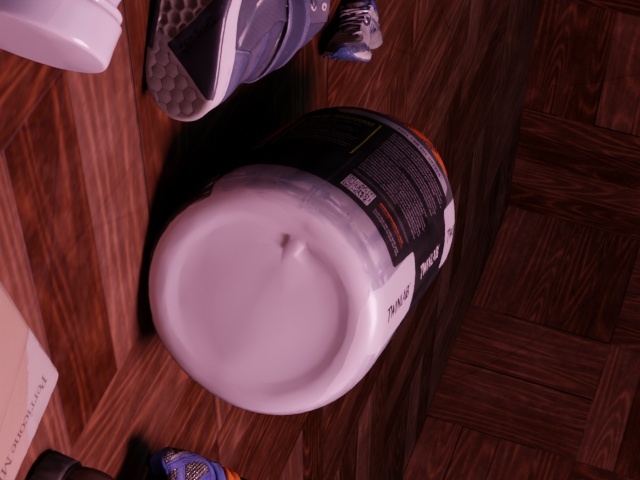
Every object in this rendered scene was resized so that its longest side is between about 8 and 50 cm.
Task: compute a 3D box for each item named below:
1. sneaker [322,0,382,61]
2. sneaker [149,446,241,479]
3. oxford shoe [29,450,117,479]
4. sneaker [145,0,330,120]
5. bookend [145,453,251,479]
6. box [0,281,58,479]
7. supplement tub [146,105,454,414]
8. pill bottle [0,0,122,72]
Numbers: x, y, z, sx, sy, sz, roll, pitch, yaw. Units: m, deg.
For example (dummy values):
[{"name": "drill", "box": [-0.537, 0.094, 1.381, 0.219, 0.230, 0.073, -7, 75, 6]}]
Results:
[{"name": "sneaker", "box": [0.033, -0.226, 1.526, 0.135, 0.052, 0.058, -62, 154, -67]}, {"name": "sneaker", "box": [-0.163, 0.272, 1.237, 0.221, 0.087, 0.083, -56, -158, -20]}, {"name": "oxford shoe", "box": [-0.182, 0.275, 1.101, 0.083, 0.096, 0.227, -57, 160, -57]}, {"name": "sneaker", "box": [-0.048, -0.213, 1.065, 0.163, 0.086, 0.226, -36, 151, -53]}, {"name": "bookend", "box": [-0.133, 0.292, 1.371, 0.157, 0.072, 0.156, 49, 58, -74]}, {"name": "box", "box": [-0.223, 0.039, 0.590, 0.311, 0.121, 0.148, 78, 30, -63]}, {"name": "supplement tub", "box": [0.000, 0.000, 1.284, 0.338, 0.207, 0.207, -44, 148, -64]}, {"name": "pill bottle", "box": [-0.119, -0.203, 0.739, 0.121, 0.121, 0.216, 49, 58, -75]}]
